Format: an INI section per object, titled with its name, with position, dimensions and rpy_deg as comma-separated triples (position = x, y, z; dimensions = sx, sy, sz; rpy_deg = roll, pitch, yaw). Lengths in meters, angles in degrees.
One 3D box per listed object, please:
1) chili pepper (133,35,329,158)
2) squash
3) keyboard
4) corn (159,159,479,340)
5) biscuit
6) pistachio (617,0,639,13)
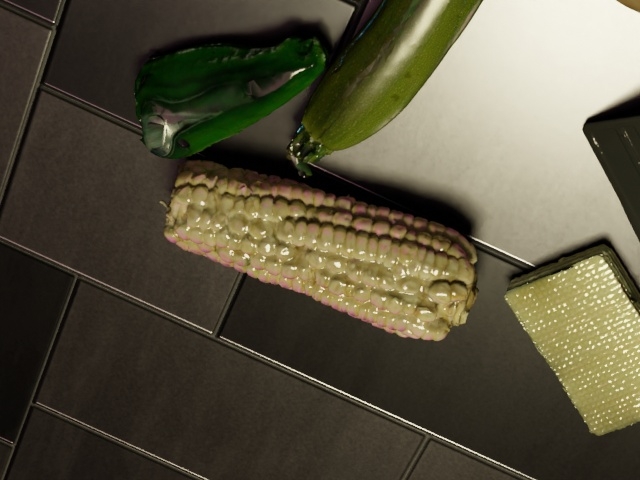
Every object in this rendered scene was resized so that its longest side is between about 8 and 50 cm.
[chili pepper]
position = -0.090, -0.153, 1.531
dimensions = 0.216, 0.062, 0.108
rpy_deg = -21, 113, 22
[squash]
position = 0.064, -0.173, 1.468
dimensions = 0.087, 0.087, 0.331
rpy_deg = 35, 122, -8
[keyboard]
position = 0.372, 0.039, 1.526
dimensions = 0.103, 0.041, 0.381
rpy_deg = -4, 118, 52
[corn]
position = 0.000, 0.001, 1.571
dimensions = 0.335, 0.126, 0.126
rpy_deg = 21, 123, 6
[biscuit]
position = 0.289, 0.103, 1.599
dimensions = 0.121, 0.040, 0.199
rpy_deg = -24, 110, 28
[pistachio]
position = 0.265, -0.304, 1.282
dimensions = 0.181, 0.162, 0.293
rpy_deg = -11, 112, 56
